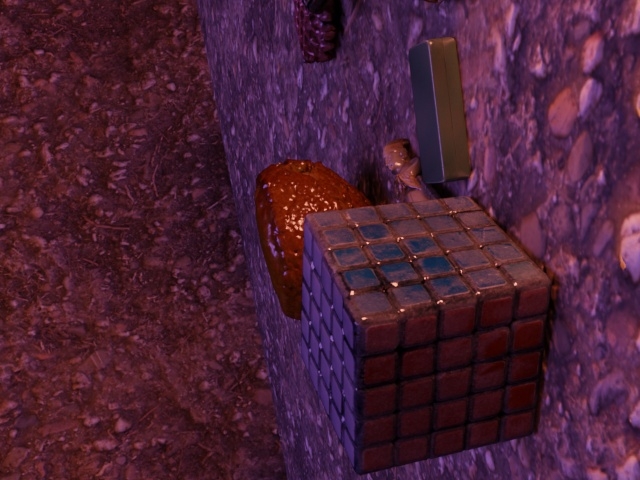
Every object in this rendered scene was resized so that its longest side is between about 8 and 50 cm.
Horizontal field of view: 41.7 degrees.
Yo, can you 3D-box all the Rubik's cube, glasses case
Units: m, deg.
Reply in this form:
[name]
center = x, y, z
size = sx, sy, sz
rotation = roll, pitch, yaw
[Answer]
[Rubik's cube]
center = 0.115, 0.102, 1.025
size = 0.237, 0.237, 0.238
rotation = -118, 24, -56
[glasses case]
center = 0.155, -0.168, 1.104
size = 0.078, 0.039, 0.184
rotation = -170, 72, -75

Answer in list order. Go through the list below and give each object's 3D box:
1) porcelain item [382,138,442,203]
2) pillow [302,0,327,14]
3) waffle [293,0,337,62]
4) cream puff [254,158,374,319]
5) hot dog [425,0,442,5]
[porcelain item]
center = 0.135, -0.077, 1.213
size = 0.213, 0.054, 0.084
rotation = -112, 21, -47
[pillow]
center = -0.026, -0.538, 1.407
size = 0.161, 0.093, 0.335
rotation = 46, -145, -81
[waffle]
center = -0.015, -0.445, 1.585
size = 0.234, 0.055, 0.221
rotation = -171, 73, -75
[cream puff]
center = 0.000, 0.000, 1.484
size = 0.303, 0.212, 0.303
rotation = 167, 90, -84
[hot dog]
center = 0.127, -0.366, 1.073
size = 0.191, 0.059, 0.108
rotation = -117, 28, -58
